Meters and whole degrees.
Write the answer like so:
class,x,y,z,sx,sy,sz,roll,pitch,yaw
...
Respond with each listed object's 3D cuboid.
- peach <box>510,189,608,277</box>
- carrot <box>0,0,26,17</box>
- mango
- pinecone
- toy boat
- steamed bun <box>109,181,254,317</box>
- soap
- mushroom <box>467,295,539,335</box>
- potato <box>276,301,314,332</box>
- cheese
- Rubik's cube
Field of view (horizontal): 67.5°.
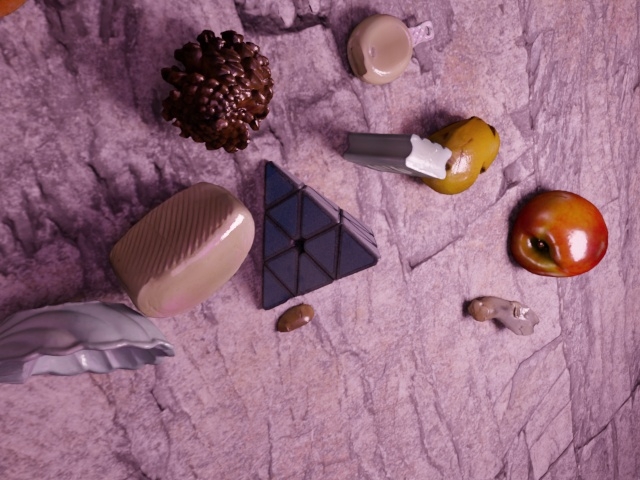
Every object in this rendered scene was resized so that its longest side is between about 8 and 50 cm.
class,x,y,z,sx,sy,sz,roll,pitch,yaw
peach,0.709,-0.017,1.403,0.275,0.245,0.248,-33,146,-34
carrot,-0.475,-0.435,0.581,0.259,0.100,0.306,-6,102,-35
mango,0.339,-0.209,1.148,0.262,0.130,0.167,-36,124,-27
pinecone,-0.167,-0.251,0.791,0.179,0.150,0.195,31,83,-34
toy boat,-0.381,0.159,0.751,0.291,0.199,0.100,-1,65,-29
steamed bun,-0.222,0.023,0.819,0.239,0.170,0.152,-40,142,-17
soap,0.154,-0.177,0.988,0.119,0.198,0.066,13,94,-35
mushroom,0.537,0.215,1.400,0.278,0.099,0.096,21,76,-30
potato,-0.050,0.166,1.033,0.093,0.036,0.037,-28,118,-24
cheese,0.158,-0.418,1.019,0.228,0.064,0.137,-31,118,-25
Rubik's cube,-0.001,0.001,0.967,0.229,0.228,0.233,2,147,2
